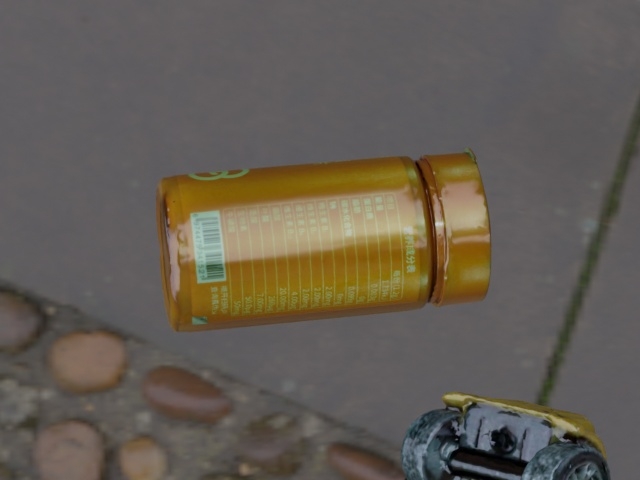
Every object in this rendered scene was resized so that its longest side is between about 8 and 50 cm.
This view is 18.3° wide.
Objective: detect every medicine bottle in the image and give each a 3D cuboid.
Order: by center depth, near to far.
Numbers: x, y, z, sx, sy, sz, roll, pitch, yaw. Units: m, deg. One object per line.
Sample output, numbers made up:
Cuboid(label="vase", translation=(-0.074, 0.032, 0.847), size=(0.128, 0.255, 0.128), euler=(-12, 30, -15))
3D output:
Cuboid(label="medicine bottle", translation=(0.000, 0.000, 1.197), size=(0.192, 0.096, 0.096), euler=(-6, 84, -7))

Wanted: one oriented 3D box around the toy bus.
Cuboid(label="toy bus", translation=(0.102, 0.259, 1.114), size=(0.121, 0.123, 0.336), euler=(9, 90, 48))
